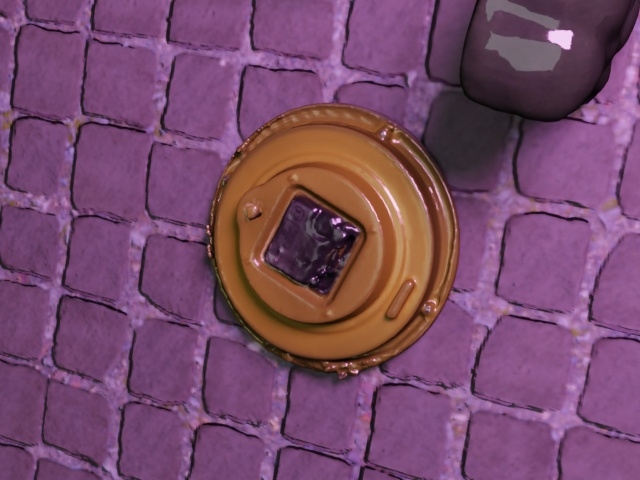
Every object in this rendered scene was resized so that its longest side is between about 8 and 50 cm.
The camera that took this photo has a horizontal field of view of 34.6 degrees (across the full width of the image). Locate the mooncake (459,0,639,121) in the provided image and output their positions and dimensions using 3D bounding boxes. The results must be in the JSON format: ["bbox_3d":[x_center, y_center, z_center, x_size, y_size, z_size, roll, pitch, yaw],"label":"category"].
[{"bbox_3d":[0.161,-0.147,0.728,0.104,0.175,0.168,25,141,12],"label":"mooncake"}]

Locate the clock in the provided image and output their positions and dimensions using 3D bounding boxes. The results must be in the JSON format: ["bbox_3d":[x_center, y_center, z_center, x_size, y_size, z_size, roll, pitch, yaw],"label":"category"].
[{"bbox_3d":[0.000,0.000,0.868,0.237,0.057,0.237,2,96,22],"label":"clock"}]
